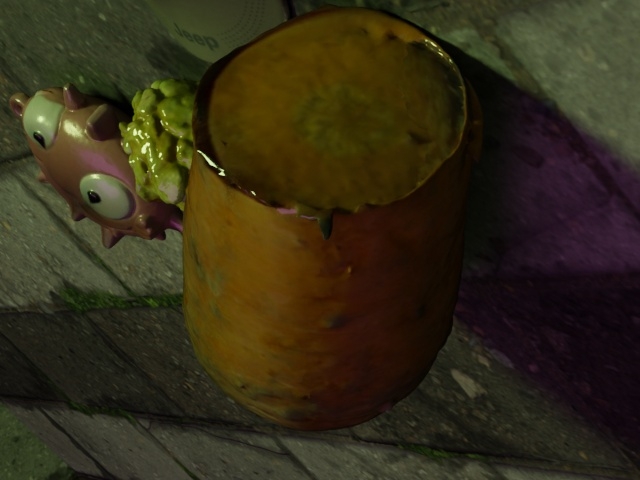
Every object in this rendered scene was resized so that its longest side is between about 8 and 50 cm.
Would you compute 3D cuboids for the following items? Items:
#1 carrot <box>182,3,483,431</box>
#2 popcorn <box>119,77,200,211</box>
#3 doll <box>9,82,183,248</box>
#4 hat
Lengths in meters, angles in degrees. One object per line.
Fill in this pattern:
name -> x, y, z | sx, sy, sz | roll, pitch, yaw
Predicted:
carrot -> 0.000, 0.000, 1.094 | 0.224, 0.224, 0.341 | 31, 152, 20
popcorn -> -0.117, -0.080, 1.265 | 0.120, 0.116, 0.106 | 35, 175, 12
doll -> -0.209, -0.067, 1.453 | 0.262, 0.093, 0.211 | 42, 151, 3
hat -> -0.145, -0.202, 1.069 | 0.214, 0.149, 0.245 | 19, 139, 41
